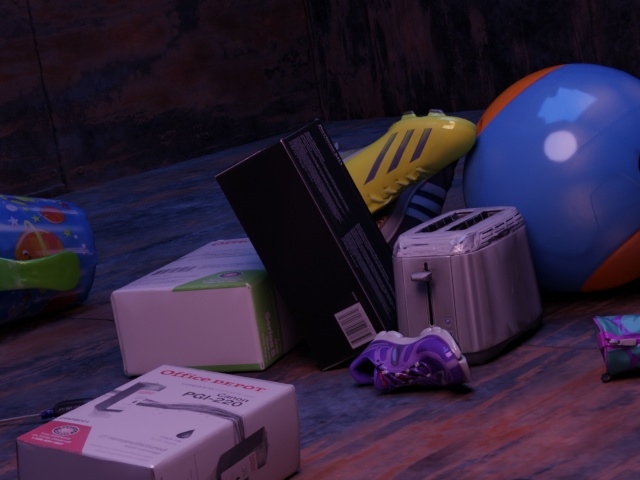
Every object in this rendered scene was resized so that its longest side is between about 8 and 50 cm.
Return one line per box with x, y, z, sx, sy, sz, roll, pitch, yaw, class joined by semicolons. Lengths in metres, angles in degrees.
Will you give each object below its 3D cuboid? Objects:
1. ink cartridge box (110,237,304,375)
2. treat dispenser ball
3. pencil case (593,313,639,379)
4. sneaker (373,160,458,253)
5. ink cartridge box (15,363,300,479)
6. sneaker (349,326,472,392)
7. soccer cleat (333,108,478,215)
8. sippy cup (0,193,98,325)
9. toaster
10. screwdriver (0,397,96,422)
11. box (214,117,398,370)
-0.110;0.077;1.928;0.198;0.115;0.273;-5;11;25;ink cartridge box
0.321;-0.077;1.879;0.288;0.288;0.288;-9;10;2;treat dispenser ball
0.353;0.099;1.507;0.151;0.065;0.070;-8;-6;12;pencil case
0.131;-0.019;2.017;0.099;0.153;0.282;-11;29;41;sneaker
-0.140;0.192;1.345;0.158;0.092;0.218;6;15;31;ink cartridge box
0.095;0.138;1.598;0.071;0.068;0.170;-35;14;-32;sneaker
0.081;-0.080;1.895;0.289;0.121;0.093;-18;-31;39;soccer cleat
-0.476;0.027;2.326;0.224;0.240;0.305;-4;44;-36;sippy cup
0.173;0.047;1.735;0.129;0.147;0.227;-2;13;35;toaster
-0.331;0.205;1.729;0.169;0.025;0.024;-16;8;18;screwdriver
0.000;0.000;1.797;0.103;0.261;0.184;-27;4;20;box
